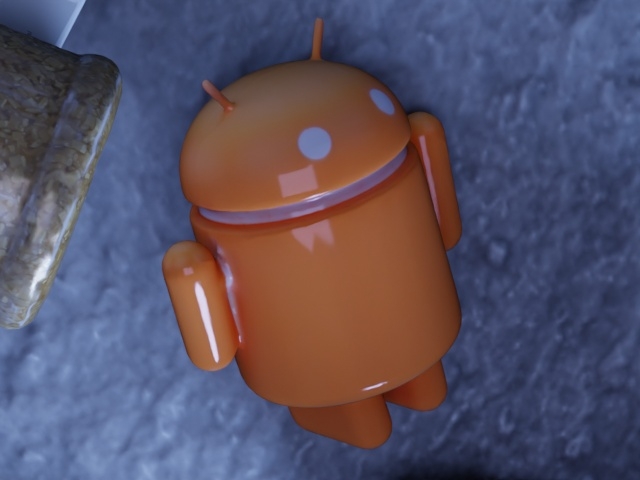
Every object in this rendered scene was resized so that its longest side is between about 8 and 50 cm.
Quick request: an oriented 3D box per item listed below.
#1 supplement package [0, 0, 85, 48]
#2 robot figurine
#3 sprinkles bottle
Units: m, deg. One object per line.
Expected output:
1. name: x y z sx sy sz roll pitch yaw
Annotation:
1. supplement package: -0.259 -0.122 0.899 0.263 0.199 0.198 26 109 -11
2. robot figurine: -0.001 0.001 0.993 0.158 0.128 0.219 -15 111 4
3. sprinkles bottle: -0.262 -0.078 0.744 0.355 0.121 0.121 21 109 -10
